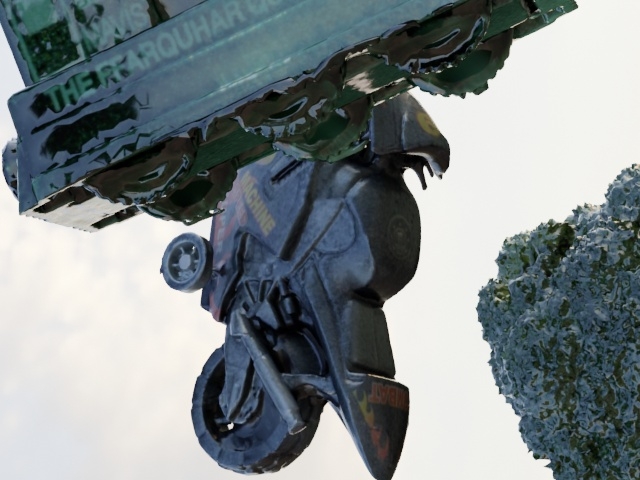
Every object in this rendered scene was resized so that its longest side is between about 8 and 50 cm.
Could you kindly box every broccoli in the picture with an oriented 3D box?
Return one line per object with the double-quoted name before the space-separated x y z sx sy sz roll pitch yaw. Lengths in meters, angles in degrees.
"broccoli" 0.293 0.084 1.517 0.304 0.321 0.283 -38 -12 6

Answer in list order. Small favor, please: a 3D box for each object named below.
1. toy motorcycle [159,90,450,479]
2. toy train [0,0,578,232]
"toy motorcycle" 0.000 0.000 1.219 0.108 0.173 0.307 22 -111 -51
"toy train" -0.033 -0.128 1.018 0.178 0.330 0.138 67 -170 11
